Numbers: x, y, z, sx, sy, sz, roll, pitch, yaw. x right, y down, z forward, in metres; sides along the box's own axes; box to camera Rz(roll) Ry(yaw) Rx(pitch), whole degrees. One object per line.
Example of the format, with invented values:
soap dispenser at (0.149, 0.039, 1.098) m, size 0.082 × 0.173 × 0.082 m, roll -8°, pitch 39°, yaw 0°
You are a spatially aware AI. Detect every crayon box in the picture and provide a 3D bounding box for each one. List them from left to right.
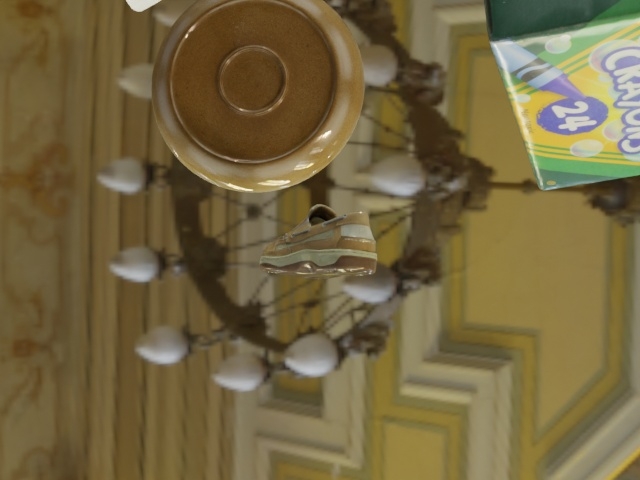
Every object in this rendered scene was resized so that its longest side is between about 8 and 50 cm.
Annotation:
crayon box at (0.292, -0.142, 0.962) m, size 0.323 × 0.203 × 0.083 m, roll -10°, pitch -121°, yaw 15°

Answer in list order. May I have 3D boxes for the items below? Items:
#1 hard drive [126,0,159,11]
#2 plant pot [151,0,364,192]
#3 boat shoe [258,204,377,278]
hard drive at (-0.243, -0.378, 1.225) m, size 0.040 × 0.210 × 0.318 m, roll -29°, pitch -103°, yaw 1°
plant pot at (-0.071, -0.171, 1.485) m, size 0.236 × 0.032 × 0.236 m, roll -1°, pitch -96°, yaw 7°
boat shoe at (0.000, 0.000, 1.380) m, size 0.190 × 0.068 × 0.072 m, roll -5°, pitch -99°, yaw 57°
